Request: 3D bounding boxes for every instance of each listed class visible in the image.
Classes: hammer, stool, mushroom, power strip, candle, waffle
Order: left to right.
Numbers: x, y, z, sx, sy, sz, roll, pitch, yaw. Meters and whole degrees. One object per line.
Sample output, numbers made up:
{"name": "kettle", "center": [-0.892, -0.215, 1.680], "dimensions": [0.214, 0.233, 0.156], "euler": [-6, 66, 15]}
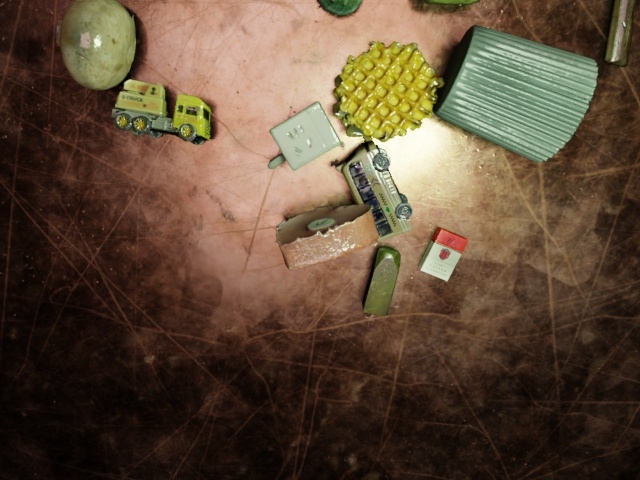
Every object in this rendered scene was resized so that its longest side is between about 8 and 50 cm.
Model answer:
{"name": "mushroom", "center": [-0.631, -0.547, 1.270], "dimensions": [0.195, 0.189, 0.253], "euler": [17, 101, -8]}
{"name": "power strip", "center": [-0.069, -0.293, 1.374], "dimensions": [0.225, 0.139, 0.140], "euler": [-28, 105, 7]}
{"name": "candle", "center": [0.000, 0.000, 1.350], "dimensions": [0.317, 0.287, 0.131], "euler": [-6, 108, 40]}
{"name": "waffle", "center": [0.180, -0.426, 1.345], "dimensions": [0.330, 0.062, 0.328], "euler": [-1, 85, 12]}
{"name": "stool", "center": [0.514, -0.408, 1.287], "dimensions": [0.331, 0.297, 0.296], "euler": [20, 104, -1]}
{"name": "hammer", "center": [0.859, -0.706, 1.317], "dimensions": [0.243, 0.095, 0.408], "euler": [-2, 111, 0]}

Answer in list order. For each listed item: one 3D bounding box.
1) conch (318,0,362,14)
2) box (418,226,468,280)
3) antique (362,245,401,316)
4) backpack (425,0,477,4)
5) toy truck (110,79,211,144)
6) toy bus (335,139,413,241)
{"name": "conch", "center": [0.014, -0.745, 1.246], "dimensions": [0.278, 0.195, 0.220], "euler": [6, 137, -28]}
{"name": "box", "center": [0.400, 0.044, 1.523], "dimensions": [0.100, 0.048, 0.151], "euler": [22, 106, -8]}
{"name": "antique", "center": [0.200, 0.129, 1.525], "dimensions": [0.082, 0.080, 0.220], "euler": [12, 105, -3]}
{"name": "backpack", "center": [0.366, -0.771, 1.256], "dimensions": [0.207, 0.140, 0.253], "euler": [2, 99, -1]}
{"name": "toy truck", "center": [-0.456, -0.374, 1.357], "dimensions": [0.273, 0.124, 0.156], "euler": [9, 95, 0]}
{"name": "toy bus", "center": [0.169, -0.150, 1.421], "dimensions": [0.158, 0.139, 0.289], "euler": [-24, 108, 10]}
